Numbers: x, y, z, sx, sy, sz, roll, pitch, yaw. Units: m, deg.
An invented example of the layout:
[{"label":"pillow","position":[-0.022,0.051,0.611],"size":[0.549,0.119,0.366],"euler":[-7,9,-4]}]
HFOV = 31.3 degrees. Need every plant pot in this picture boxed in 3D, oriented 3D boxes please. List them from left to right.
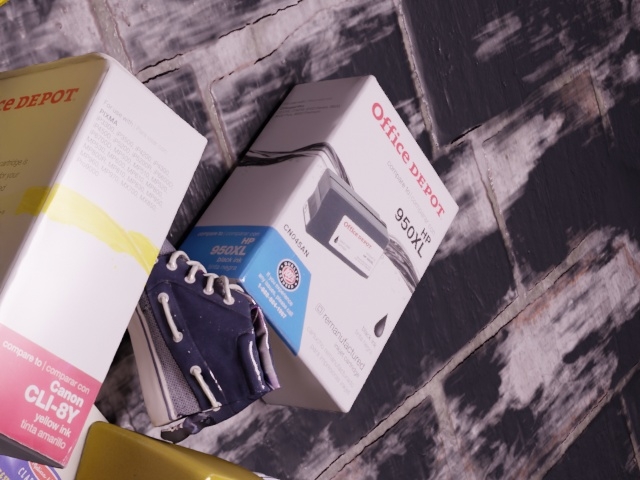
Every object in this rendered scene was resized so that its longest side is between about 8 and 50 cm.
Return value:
[{"label":"plant pot","position":[-0.163,0.349,1.354],"size":[0.212,0.187,0.212],"euler":[28,69,-43]}]

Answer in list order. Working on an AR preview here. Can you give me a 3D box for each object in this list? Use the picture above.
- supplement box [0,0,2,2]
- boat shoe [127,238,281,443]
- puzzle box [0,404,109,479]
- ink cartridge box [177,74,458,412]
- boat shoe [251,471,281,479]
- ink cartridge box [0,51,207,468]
[{"label":"supplement box","position":[-0.422,-0.257,1.072],"size":[0.356,0.194,0.195],"euler":[-43,110,-19]},{"label":"boat shoe","position":[-0.160,0.062,1.397],"size":[0.127,0.158,0.340],"euler":[5,66,-76]},{"label":"puzzle box","position":[-0.301,0.377,1.380],"size":[0.272,0.052,0.409],"euler":[-52,125,-33]},{"label":"ink cartridge box","position":[0.000,0.000,1.624],"size":[0.285,0.166,0.395],"euler":[53,53,-32]},{"label":"boat shoe","position":[-0.030,0.407,1.631],"size":[0.301,0.102,0.108],"euler":[33,66,-42]},{"label":"ink cartridge box","position":[-0.321,0.017,1.197],"size":[0.160,0.279,0.384],"euler":[39,62,-40]}]
